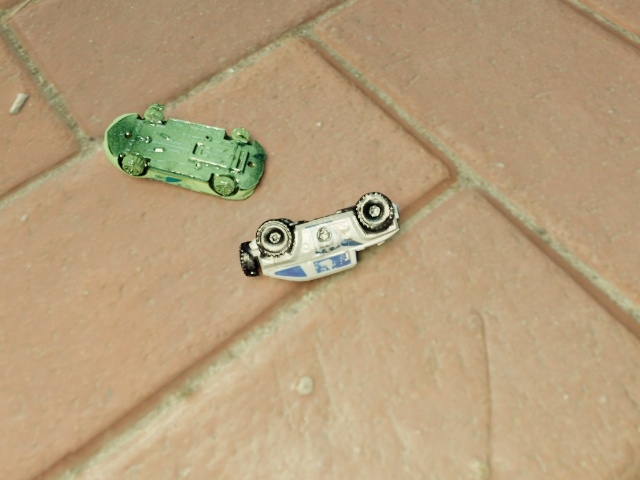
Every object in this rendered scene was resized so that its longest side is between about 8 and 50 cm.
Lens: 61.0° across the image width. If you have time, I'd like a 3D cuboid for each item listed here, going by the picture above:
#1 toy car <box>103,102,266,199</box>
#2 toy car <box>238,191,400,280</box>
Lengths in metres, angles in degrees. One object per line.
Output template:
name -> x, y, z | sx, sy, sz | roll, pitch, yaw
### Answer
toy car -> -0.159, -0.101, 0.645 | 0.186, 0.058, 0.093 | 12, 62, -3
toy car -> 0.000, 0.000, 0.563 | 0.171, 0.080, 0.070 | -16, 93, 3
